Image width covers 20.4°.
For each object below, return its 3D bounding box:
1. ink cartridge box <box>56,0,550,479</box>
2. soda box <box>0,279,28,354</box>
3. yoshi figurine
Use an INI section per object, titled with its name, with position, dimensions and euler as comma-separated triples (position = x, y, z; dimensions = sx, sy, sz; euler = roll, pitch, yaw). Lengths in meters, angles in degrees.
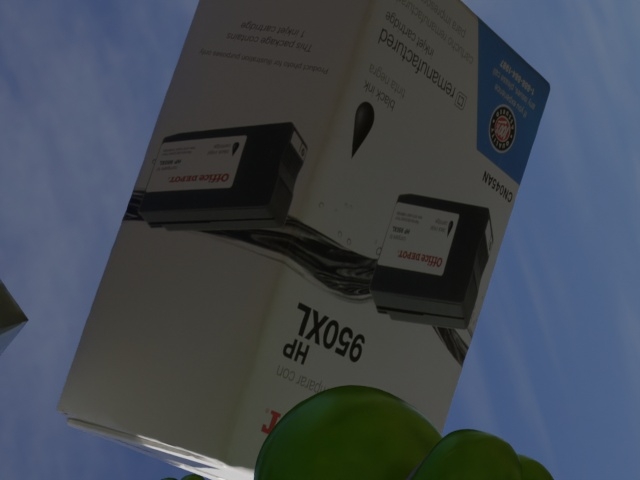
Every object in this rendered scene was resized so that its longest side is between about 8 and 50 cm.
[ink cartridge box]
position = 0.000, 0.000, 1.368
dimensions = 0.285, 0.166, 0.395
euler = 31, -105, -54
[soda box]
position = -0.330, 0.114, 1.284
dimensions = 0.098, 0.286, 0.091
euler = -18, -114, -51
[yoshi figurine]
position = -0.031, 0.219, 0.955
dimensions = 0.203, 0.362, 0.203
euler = 46, -172, 14
